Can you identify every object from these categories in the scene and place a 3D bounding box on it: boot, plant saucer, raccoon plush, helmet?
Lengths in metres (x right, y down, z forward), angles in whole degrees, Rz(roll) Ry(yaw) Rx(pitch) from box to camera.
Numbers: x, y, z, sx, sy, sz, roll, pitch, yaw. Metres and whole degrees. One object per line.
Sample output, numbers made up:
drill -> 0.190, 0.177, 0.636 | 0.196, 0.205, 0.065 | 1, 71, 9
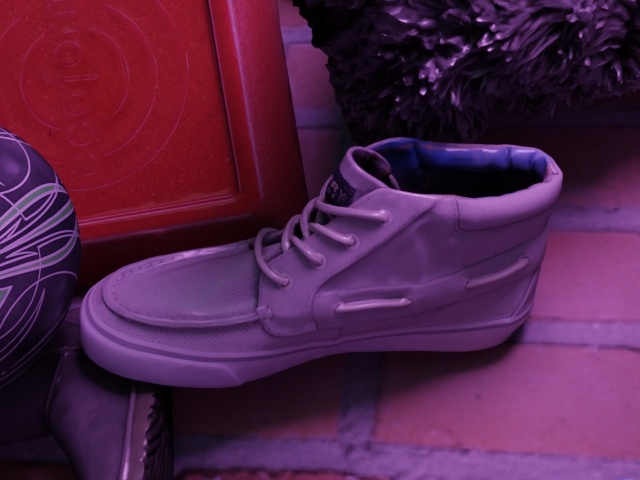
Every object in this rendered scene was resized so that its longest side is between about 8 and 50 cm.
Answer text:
boot -> 0.000, 0.000, 0.556 | 0.258, 0.123, 0.095 | -6, 42, -14
plant saucer -> -0.151, -0.100, 0.650 | 0.259, 0.048, 0.258 | -9, 89, 2
raccoon plush -> 0.145, -0.140, 0.539 | 0.299, 0.216, 0.446 | -7, 12, 17
boot -> -0.188, 0.105, 0.576 | 0.209, 0.076, 0.189 | -5, 38, -3
helmet -> -0.204, 0.012, 0.517 | 0.162, 0.169, 0.169 | -15, 52, 10

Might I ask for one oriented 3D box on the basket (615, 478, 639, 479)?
basket -> 0.116, 0.169, 0.340 | 0.255, 0.289, 0.201 | -7, 47, 8
